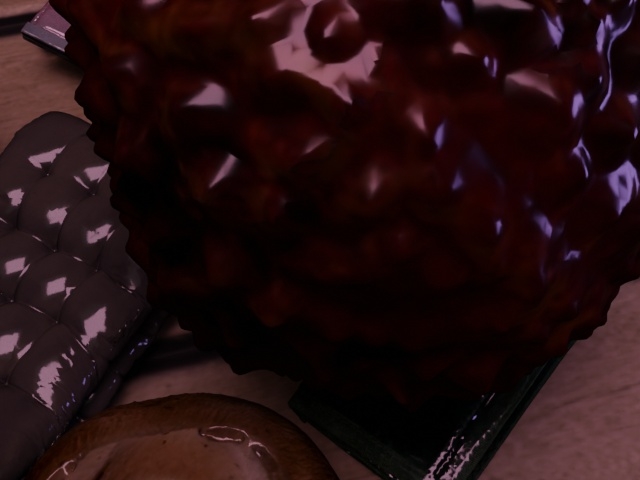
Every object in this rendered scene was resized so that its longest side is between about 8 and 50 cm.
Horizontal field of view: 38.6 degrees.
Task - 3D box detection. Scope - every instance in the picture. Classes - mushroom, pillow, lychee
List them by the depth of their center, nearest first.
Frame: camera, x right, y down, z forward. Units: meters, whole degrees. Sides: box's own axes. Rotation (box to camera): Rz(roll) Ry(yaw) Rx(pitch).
[{"bbox_3d":[-0.091,0.220,0.608,0.253,0.153,0.253,-3,57,4],"label":"mushroom"},{"bbox_3d":[0.044,-0.096,0.623,0.425,0.500,0.424,-1,86,17],"label":"lychee"},{"bbox_3d":[-0.235,0.046,0.761,0.228,0.101,0.326,25,60,19],"label":"pillow"}]

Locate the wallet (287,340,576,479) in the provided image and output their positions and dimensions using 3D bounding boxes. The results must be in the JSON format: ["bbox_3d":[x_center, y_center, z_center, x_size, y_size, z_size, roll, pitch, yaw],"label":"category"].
[{"bbox_3d":[0.103,0.088,0.745,0.160,0.055,0.236,30,64,28],"label":"wallet"}]

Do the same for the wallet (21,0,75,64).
[{"bbox_3d":[-0.173,-0.201,0.935,0.232,0.025,0.119,27,64,7],"label":"wallet"}]
